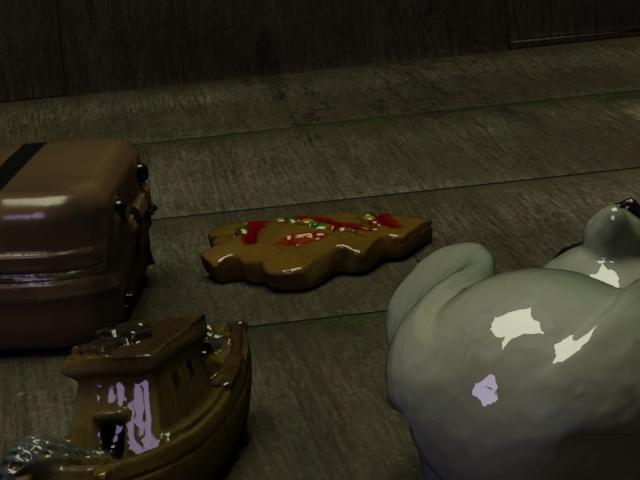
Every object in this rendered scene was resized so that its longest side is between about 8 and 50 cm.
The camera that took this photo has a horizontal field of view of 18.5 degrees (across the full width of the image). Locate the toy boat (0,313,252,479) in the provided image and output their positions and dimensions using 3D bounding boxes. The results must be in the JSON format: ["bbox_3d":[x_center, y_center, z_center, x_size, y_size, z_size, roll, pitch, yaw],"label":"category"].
[{"bbox_3d":[-0.114,0.110,1.302,0.089,0.121,0.321,-7,12,18],"label":"toy boat"}]

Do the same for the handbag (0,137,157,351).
[{"bbox_3d":[-0.300,0.002,1.782,0.283,0.149,0.302,-6,15,4],"label":"handbag"}]

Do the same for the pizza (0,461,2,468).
[{"bbox_3d":[-0.289,0.169,1.227,0.193,0.053,0.201,1,11,-20],"label":"pizza"}]

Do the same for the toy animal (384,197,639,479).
[{"bbox_3d":[0.165,0.076,1.217,0.249,0.174,0.289,-5,12,4],"label":"toy animal"}]

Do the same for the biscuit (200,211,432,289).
[{"bbox_3d":[0.000,0.000,1.898,0.238,0.041,0.212,-11,13,-21],"label":"biscuit"}]
